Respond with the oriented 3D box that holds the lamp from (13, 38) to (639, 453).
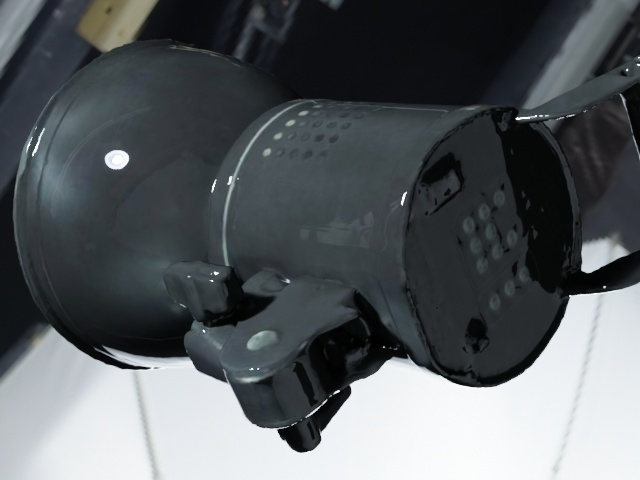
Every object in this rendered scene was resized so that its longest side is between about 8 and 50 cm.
[{"bbox_3d":[0.000,0.000,0.531,0.172,0.227,0.147,-37,-61,-33],"label":"lamp"}]
